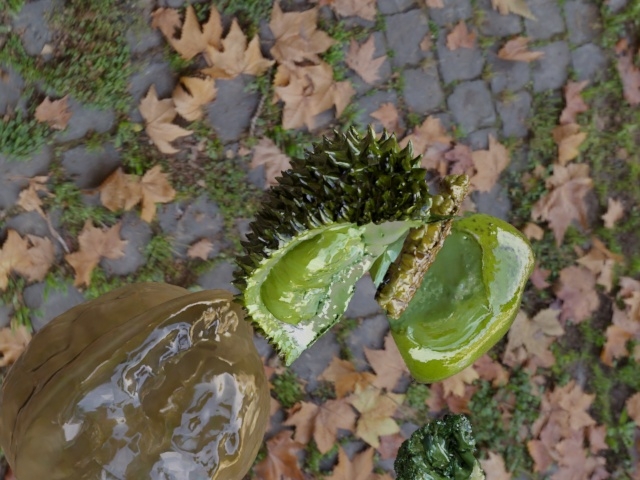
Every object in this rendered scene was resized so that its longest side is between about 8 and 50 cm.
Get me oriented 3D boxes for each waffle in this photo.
[{"bbox_3d":[0.149,0.009,1.125,0.051,0.231,0.229,27,86,11],"label":"waffle"}]

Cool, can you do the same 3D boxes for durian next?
[{"bbox_3d":[0.000,0.000,0.927,0.169,0.352,0.158,30,40,-12],"label":"durian"}]

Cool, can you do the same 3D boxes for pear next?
[{"bbox_3d":[0.241,0.083,1.345,0.281,0.176,0.287,-20,85,8],"label":"pear"}]

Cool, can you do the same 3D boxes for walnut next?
[{"bbox_3d":[-0.255,0.244,1.109,0.383,0.383,0.384,-2,95,-23],"label":"walnut"}]

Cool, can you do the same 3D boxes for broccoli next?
[{"bbox_3d":[0.213,0.400,1.353,0.195,0.156,0.195,7,80,-44],"label":"broccoli"}]
